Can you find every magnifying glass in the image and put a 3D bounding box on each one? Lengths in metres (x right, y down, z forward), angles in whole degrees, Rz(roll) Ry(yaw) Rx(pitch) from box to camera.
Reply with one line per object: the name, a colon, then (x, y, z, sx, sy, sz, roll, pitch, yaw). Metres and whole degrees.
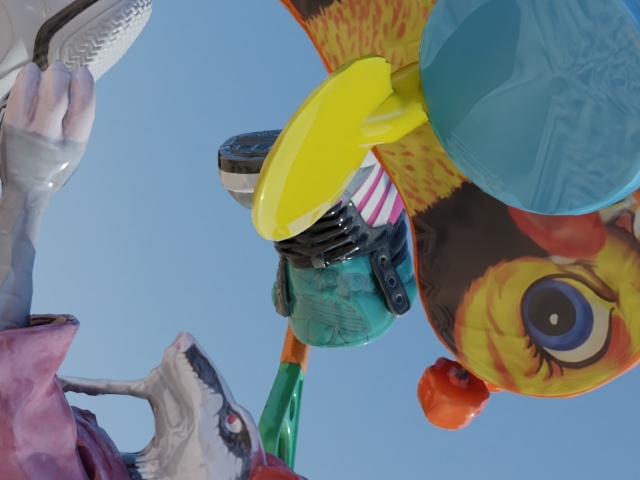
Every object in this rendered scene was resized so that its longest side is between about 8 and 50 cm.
magnifying glass: (-0.026, 0.128, 1.427, 0.092, 0.026, 0.231, 79, 17, -55)

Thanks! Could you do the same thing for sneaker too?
sneaker: (0.000, 0.000, 1.364, 0.295, 0.124, 0.178, -18, 107, -68)
sneaker: (-0.353, -0.173, 1.699, 0.210, 0.366, 0.137, 46, 13, -1)

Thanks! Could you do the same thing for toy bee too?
toy bee: (0.054, -0.021, 0.480, 0.162, 0.195, 0.298, -45, -120, 41)

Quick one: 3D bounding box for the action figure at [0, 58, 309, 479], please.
action figure: (-0.181, 0.099, 0.653, 0.248, 0.370, 0.276, 95, 1, -61)
